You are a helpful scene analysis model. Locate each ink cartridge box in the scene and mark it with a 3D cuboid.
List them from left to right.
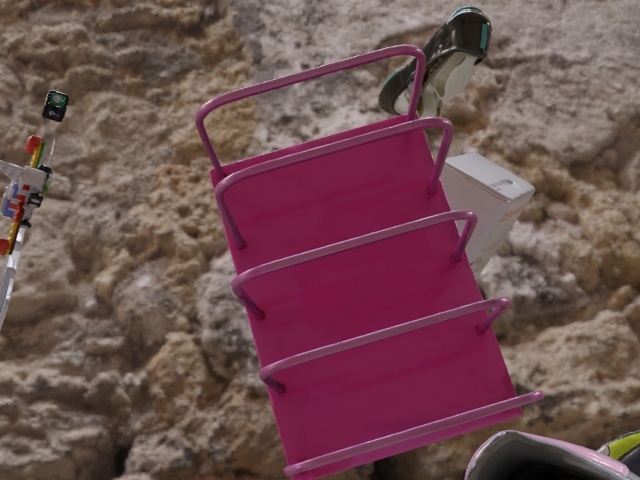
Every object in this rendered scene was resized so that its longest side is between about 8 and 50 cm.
[{"bbox_3d":[0.157,0.013,1.035,0.237,0.100,0.172,-60,-17,21],"label":"ink cartridge box"}]

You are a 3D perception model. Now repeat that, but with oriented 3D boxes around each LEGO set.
[{"bbox_3d":[-0.304,-0.025,0.795,0.060,0.182,0.244,18,-71,-22],"label":"LEGO set"}]

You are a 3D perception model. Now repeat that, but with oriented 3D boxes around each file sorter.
[{"bbox_3d":[0.031,0.022,0.645,0.202,0.291,0.182,-16,-15,-3],"label":"file sorter"}]

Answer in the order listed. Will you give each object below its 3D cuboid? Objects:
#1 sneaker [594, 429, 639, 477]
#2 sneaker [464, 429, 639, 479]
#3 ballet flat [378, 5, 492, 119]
[{"bbox_3d":[0.266,0.303,0.726,0.111,0.121,0.300,10,-72,-35],"label":"sneaker"},{"bbox_3d":[0.150,0.177,0.277,0.112,0.319,0.131,-49,-64,-3],"label":"sneaker"},{"bbox_3d":[0.170,-0.247,1.267,0.095,0.096,0.280,4,-24,-22],"label":"ballet flat"}]
